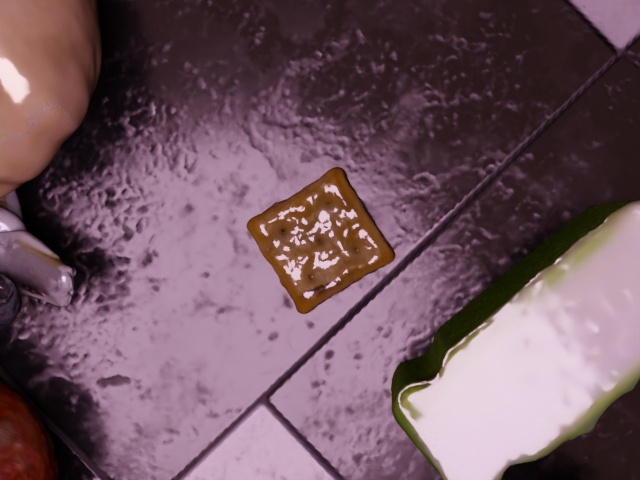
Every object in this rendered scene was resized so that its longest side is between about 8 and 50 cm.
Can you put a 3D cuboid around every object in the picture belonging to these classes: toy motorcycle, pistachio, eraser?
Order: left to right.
[{"bbox_3d":[-0.266,-0.172,1.338,0.193,0.214,0.318,-38,75,23],"label":"pistachio"},{"bbox_3d":[-0.263,-0.006,1.373,0.229,0.151,0.074,28,124,34],"label":"toy motorcycle"},{"bbox_3d":[0.142,0.067,1.283,0.210,0.274,0.092,-40,90,4],"label":"eraser"}]

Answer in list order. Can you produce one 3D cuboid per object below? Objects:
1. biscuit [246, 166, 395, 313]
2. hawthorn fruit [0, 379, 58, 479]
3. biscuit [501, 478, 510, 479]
[{"bbox_3d":[0.000,0.000,1.418,0.083,0.018,0.081,-31,88,3],"label":"biscuit"},{"bbox_3d":[-0.334,0.193,1.319,0.300,0.275,0.275,-35,89,14],"label":"hawthorn fruit"},{"bbox_3d":[0.150,0.276,1.339,0.284,0.043,0.306,-19,120,1],"label":"biscuit"}]
